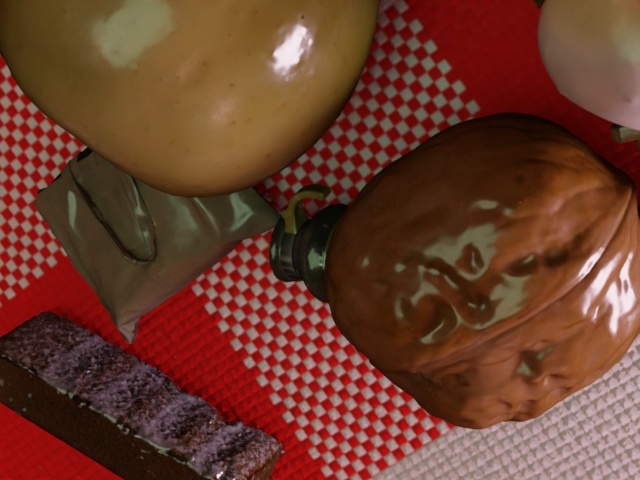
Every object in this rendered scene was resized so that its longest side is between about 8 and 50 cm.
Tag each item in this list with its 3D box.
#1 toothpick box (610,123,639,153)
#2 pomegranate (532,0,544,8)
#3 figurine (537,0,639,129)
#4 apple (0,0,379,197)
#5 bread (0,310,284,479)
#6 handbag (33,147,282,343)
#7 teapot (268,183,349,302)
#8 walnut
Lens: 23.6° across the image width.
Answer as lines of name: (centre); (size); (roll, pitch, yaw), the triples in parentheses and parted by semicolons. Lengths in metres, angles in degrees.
toothpick box: (0.478, -0.039, 1.761); (0.187, 0.190, 0.308); (-14, 105, 24)
pomegranate: (0.276, -0.382, 1.716); (0.210, 0.210, 0.235); (29, 111, 11)
figurine: (0.397, -0.305, 1.613); (0.226, 0.274, 0.394); (32, 103, 31)
apple: (-0.149, -0.283, 1.790); (0.473, 0.473, 0.474); (6, 108, 20)
bread: (-0.266, 0.245, 2.138); (0.416, 0.165, 0.113); (29, 115, 10)
handbag: (-0.235, -0.039, 2.073); (0.316, 0.109, 0.253); (-38, 86, 32)
teapot: (0.000, 0.000, 1.980); (0.119, 0.130, 0.166); (8, 127, 34)
walnut: (0.202, 0.033, 1.816); (0.397, 0.308, 0.354); (-29, 123, 20)
